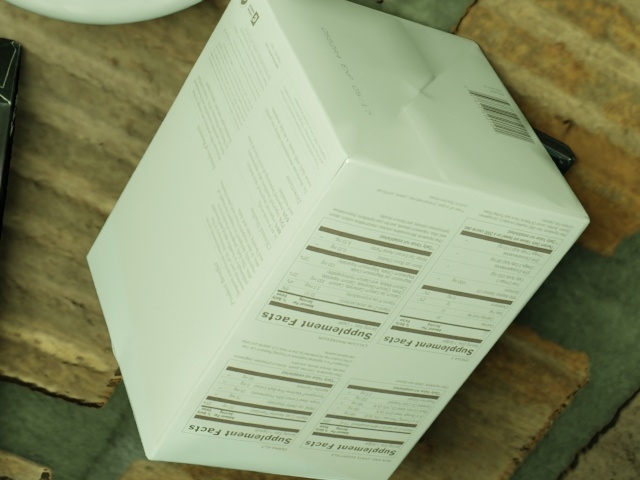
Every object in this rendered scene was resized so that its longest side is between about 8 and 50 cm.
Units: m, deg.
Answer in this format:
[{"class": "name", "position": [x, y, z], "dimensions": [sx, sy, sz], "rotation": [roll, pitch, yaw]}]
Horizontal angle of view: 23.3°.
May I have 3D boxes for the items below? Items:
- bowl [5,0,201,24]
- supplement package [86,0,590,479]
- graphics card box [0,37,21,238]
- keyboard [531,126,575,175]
[{"class": "bowl", "position": [-0.133, -0.242, 0.929], "dimensions": [0.298, 0.134, 0.298], "rotation": [-3, 127, -4]}, {"class": "supplement package", "position": [0.000, 0.000, 1.052], "dimensions": [0.198, 0.199, 0.263], "rotation": [12, 126, -33]}, {"class": "graphics card box", "position": [-0.351, 0.015, 1.124], "dimensions": [0.232, 0.094, 0.371], "rotation": [9, 124, -11]}, {"class": "keyboard", "position": [0.122, -0.011, 1.188], "dimensions": [0.108, 0.023, 0.180], "rotation": [27, 121, -15]}]
